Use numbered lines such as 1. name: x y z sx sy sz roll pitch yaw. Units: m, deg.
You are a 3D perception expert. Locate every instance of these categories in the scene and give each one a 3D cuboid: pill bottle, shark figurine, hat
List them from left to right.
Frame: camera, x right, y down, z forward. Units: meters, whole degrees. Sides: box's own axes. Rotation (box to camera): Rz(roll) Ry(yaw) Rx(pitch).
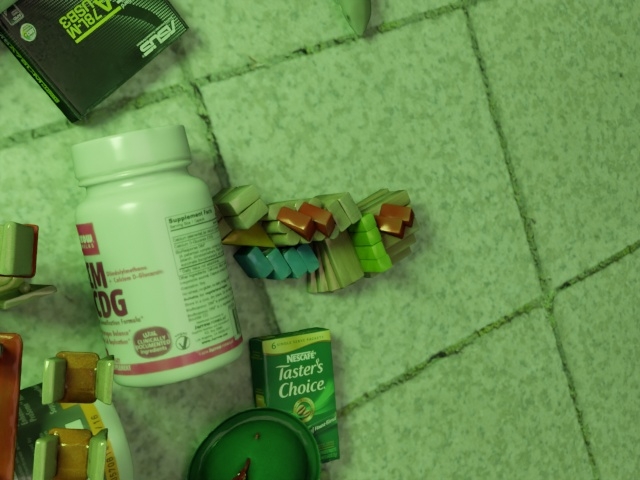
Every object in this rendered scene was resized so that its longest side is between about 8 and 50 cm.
1. pill bottle: -0.354 0.256 0.948 0.278 0.162 0.162 -18 98 -32
2. pill bottle: -0.195 0.015 1.052 0.160 0.160 0.283 -15 97 -31
3. hat: -0.068 0.317 1.081 0.208 0.183 0.173 -45 104 -11
4. shark figurine: -0.010 -0.418 1.206 0.278 0.116 0.166 24 75 -31

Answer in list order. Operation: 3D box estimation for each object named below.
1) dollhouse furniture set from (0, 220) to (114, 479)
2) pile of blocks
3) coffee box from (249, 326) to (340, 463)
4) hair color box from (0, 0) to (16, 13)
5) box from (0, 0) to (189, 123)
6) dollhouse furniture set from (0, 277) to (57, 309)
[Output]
1. dollhouse furniture set: -0.329 0.110 0.858 0.262 0.135 0.259 4 85 -10
2. pile of blocks: 0.000 0.000 1.203 0.362 0.112 0.149 -1 90 -32
3. coffee box: -0.034 0.216 1.219 0.113 0.040 0.184 -4 92 -32
4. hair color box: -0.358 -0.326 0.917 0.105 0.174 0.347 39 66 7
5. box: -0.284 -0.270 1.069 0.191 0.045 0.184 -46 108 -23
6. dollhouse furniture set: -0.388 0.006 0.953 0.144 0.123 0.151 -21 100 -31
